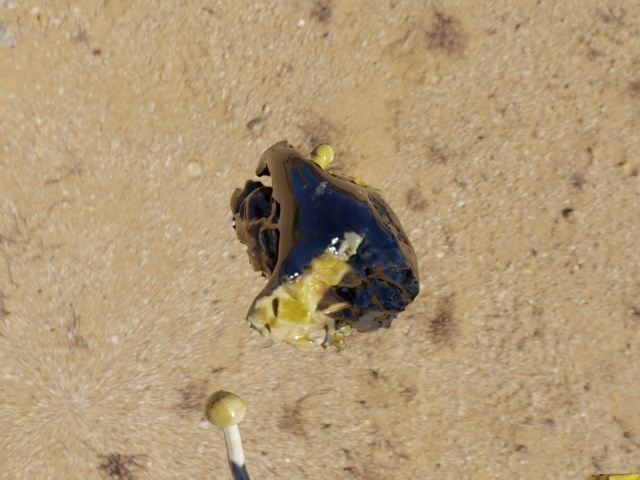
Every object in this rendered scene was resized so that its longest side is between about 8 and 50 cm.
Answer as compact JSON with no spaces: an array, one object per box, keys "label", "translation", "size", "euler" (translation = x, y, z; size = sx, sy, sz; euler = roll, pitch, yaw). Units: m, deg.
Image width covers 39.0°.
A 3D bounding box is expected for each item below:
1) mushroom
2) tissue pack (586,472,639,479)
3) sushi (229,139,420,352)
[{"label":"mushroom","translation":[-0.051,0.286,0.991],"size":[0.043,0.068,0.306],"euler":[-46,119,-38]},{"label":"tissue pack","translation":[0.480,0.518,1.197],"size":[0.228,0.293,0.381],"euler":[-9,62,14]},{"label":"sushi","translation":[-0.006,0.004,1.068],"size":[0.213,0.200,0.204],"euler":[39,26,-32]}]
